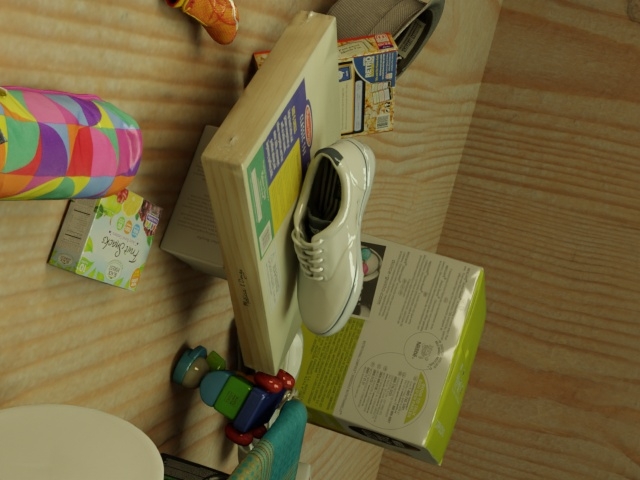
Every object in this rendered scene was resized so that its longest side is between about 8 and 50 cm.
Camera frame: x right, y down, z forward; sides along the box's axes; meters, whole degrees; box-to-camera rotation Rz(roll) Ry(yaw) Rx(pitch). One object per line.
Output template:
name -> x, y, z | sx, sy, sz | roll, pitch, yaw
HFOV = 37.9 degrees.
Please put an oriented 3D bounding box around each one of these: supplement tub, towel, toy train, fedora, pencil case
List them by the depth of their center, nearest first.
pencil case -> -0.237, -0.081, 0.757 | 0.236, 0.104, 0.104 | -7, 112, -74
supplement tub -> -0.256, 0.339, 0.846 | 0.235, 0.235, 0.325 | -41, 143, -63
towel -> -0.116, 0.400, 1.239 | 0.370, 0.040, 0.271 | -39, 143, -62
toy train -> -0.119, 0.214, 1.380 | 0.105, 0.143, 0.248 | -60, 169, 0
fedora -> 0.076, -0.322, 1.455 | 0.243, 0.124, 0.275 | -49, 174, 15

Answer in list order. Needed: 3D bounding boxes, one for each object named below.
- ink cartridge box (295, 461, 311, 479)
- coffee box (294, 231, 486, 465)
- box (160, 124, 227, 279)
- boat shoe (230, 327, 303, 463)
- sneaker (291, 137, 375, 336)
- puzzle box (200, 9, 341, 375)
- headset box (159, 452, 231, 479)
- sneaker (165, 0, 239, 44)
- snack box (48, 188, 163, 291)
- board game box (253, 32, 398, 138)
ink cartridge box -> -0.093, 0.575, 1.744 | 0.201, 0.117, 0.278 | 89, 10, -48
coffee box -> 0.113, 0.206, 1.782 | 0.337, 0.334, 0.338 | 60, 48, -68
box -> -0.118, -0.041, 1.206 | 0.130, 0.091, 0.170 | 49, 58, -72
boat shoe -> -0.105, 0.263, 1.544 | 0.103, 0.118, 0.320 | -6, 121, -31
sneaker -> 0.000, 0.000, 1.158 | 0.091, 0.094, 0.258 | -13, 114, -52
puzzle box -> -0.043, -0.049, 1.187 | 0.409, 0.052, 0.272 | 86, 25, -49
headset box -> -0.234, 0.452, 1.211 | 0.283, 0.131, 0.246 | -21, 123, -70
sneaker -> -0.138, -0.266, 1.006 | 0.067, 0.064, 0.175 | -49, 153, -11
snack box -> -0.222, -0.006, 0.983 | 0.141, 0.037, 0.100 | 37, 71, -73
board game box -> 0.008, -0.206, 1.308 | 0.146, 0.193, 0.045 | 90, -14, -46
